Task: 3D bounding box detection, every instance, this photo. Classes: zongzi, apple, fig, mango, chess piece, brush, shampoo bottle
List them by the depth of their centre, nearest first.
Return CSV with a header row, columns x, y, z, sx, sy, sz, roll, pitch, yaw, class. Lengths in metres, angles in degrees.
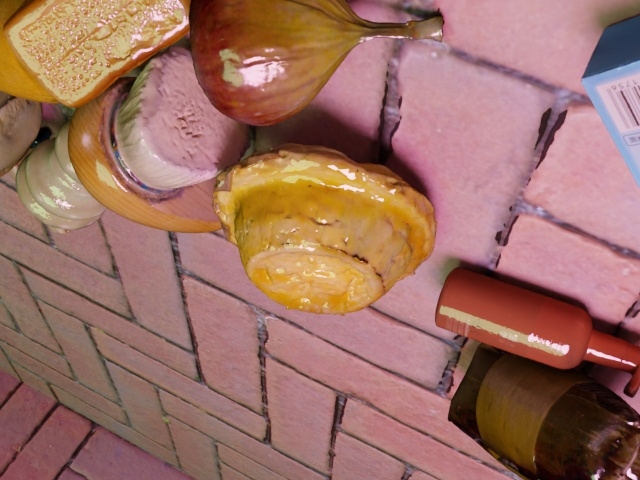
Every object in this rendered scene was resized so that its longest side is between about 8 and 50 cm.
x,y,z,sx,sy,sz,roll,pitch,yaw,class
-0.014,-0.204,0.676,0.143,0.231,0.160,-117,6,-49,fig
0.262,0.106,0.844,0.244,0.085,0.085,20,144,21,shampoo bottle
-0.166,-0.102,0.883,0.166,0.174,0.267,-10,145,36,brush
-0.359,-0.249,0.896,0.262,0.108,0.157,8,151,34,mango
0.354,0.276,0.898,0.318,0.154,0.289,35,176,-24,zongzi
-0.513,-0.190,1.023,0.174,0.188,0.207,11,141,28,apple
-0.330,-0.121,1.023,0.144,0.144,0.251,45,138,-17,chess piece

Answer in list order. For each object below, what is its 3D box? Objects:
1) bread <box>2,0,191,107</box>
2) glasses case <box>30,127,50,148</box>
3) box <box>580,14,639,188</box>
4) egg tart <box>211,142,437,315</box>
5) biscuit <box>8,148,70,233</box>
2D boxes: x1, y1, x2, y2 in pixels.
x,y,z,sx,sy,sz,roll,pitch,yaw,class
-0.232,-0.239,0.754,0.200,0.077,0.116,-29,125,15,bread
-0.475,-0.165,1.162,0.083,0.033,0.023,2,146,39,glasses case
0.332,-0.116,0.509,0.232,0.083,0.142,-13,125,46,box
0.000,0.000,0.837,0.288,0.118,0.288,8,148,5,egg tart
-0.496,-0.090,1.255,0.052,0.056,0.188,8,140,32,biscuit
